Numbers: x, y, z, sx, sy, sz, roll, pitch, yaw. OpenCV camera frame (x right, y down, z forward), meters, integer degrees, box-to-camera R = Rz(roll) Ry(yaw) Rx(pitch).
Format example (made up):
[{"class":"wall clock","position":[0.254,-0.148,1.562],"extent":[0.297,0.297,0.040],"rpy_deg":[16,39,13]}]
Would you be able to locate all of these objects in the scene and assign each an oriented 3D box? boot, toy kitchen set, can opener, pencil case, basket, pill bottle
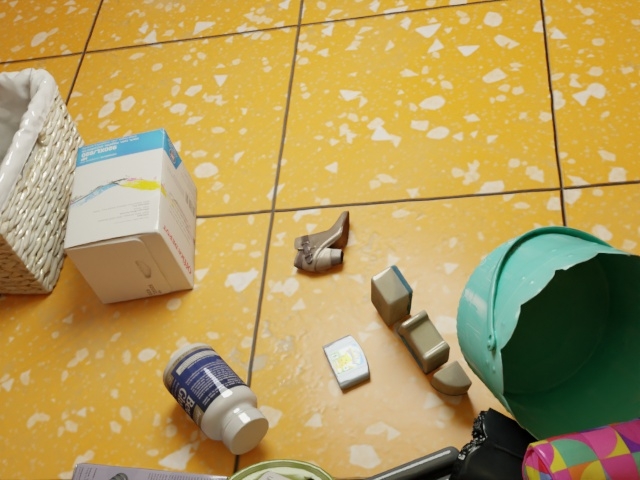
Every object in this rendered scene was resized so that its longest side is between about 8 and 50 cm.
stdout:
[{"class":"boot","position":[0.255,0.343,1.107],"extent":[0.207,0.094,0.246],"rpy_deg":[19,53,11]},{"class":"toy kitchen set","position":[0.198,0.116,1.331],"extent":[0.166,0.122,0.207],"rpy_deg":[-30,72,-8]},{"class":"can opener","position":[0.061,0.345,1.184],"extent":[0.283,0.095,0.076],"rpy_deg":[-21,51,-1]},{"class":"pencil case","position":[0.352,0.267,1.045],"extent":[0.236,0.104,0.104],"rpy_deg":[-12,50,-14]},{"class":"boot","position":[0.000,0.000,1.500],"extent":[0.087,0.042,0.118],"rpy_deg":[-1,53,18]},{"class":"basket","position":[-0.620,-0.099,1.608],"extent":[0.331,0.266,0.328],"rpy_deg":[-1,54,16]},{"class":"pill bottle","position":[-0.154,0.237,1.328],"extent":[0.094,0.094,0.169],"rpy_deg":[-39,53,-15]}]

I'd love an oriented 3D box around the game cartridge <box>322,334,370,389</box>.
[{"class":"game cartridge","position":[0.042,0.184,1.364],"extent":[0.056,0.017,0.083],"rpy_deg":[-22,51,-6]}]

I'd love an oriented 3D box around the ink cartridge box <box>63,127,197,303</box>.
[{"class":"ink cartridge box","position":[-0.320,-0.039,1.537],"extent":[0.168,0.171,0.233],"rpy_deg":[-11,51,8]}]

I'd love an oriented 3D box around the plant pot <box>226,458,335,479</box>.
[{"class":"plant pot","position":[-0.039,0.401,0.982],"extent":[0.274,0.294,0.275],"rpy_deg":[-3,26,2]}]

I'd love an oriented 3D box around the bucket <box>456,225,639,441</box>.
[{"class":"bucket","position":[0.321,0.120,1.151],"extent":[0.281,0.281,0.183],"rpy_deg":[-30,20,-7]}]

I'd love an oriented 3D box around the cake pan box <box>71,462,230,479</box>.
[{"class":"cake pan box","position":[-0.255,0.445,1.218],"extent":[0.245,0.070,0.267],"rpy_deg":[-2,53,17]}]
